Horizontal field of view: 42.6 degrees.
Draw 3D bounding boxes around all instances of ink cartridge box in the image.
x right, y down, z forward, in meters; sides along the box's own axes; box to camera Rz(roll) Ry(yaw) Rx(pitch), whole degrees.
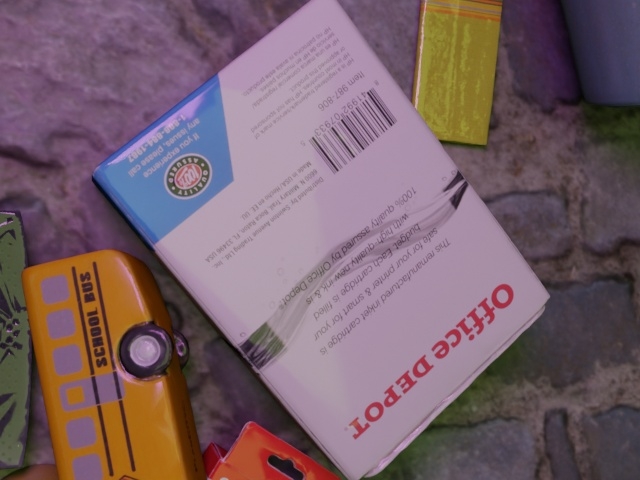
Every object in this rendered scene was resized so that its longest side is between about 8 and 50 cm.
[{"bbox_3d":[0.000,0.000,0.855,0.285,0.166,0.395,-40,101,-12],"label":"ink cartridge box"},{"bbox_3d":[-0.096,0.315,0.879,0.134,0.078,0.231,36,81,-14],"label":"ink cartridge box"}]

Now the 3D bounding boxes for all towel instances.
[{"bbox_3d":[0.161,-0.235,0.977,0.102,0.021,0.237,5,91,-12],"label":"towel"}]

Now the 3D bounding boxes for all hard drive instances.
[{"bbox_3d":[-0.372,0.097,0.801,0.171,0.054,0.255,-1,92,-17],"label":"hard drive"}]

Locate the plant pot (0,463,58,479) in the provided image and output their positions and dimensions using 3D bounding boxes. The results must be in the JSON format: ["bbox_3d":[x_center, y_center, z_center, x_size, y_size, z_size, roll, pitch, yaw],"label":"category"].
[{"bbox_3d":[-0.278,0.302,0.814,0.134,0.095,0.134,-1,92,-17],"label":"plant pot"}]

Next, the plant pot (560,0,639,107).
[{"bbox_3d":[0.399,-0.337,0.903,0.341,0.341,0.334,-18,104,-16],"label":"plant pot"}]

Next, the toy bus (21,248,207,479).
[{"bbox_3d":[-0.184,0.178,0.788,0.130,0.108,0.333,-13,82,-2],"label":"toy bus"}]
